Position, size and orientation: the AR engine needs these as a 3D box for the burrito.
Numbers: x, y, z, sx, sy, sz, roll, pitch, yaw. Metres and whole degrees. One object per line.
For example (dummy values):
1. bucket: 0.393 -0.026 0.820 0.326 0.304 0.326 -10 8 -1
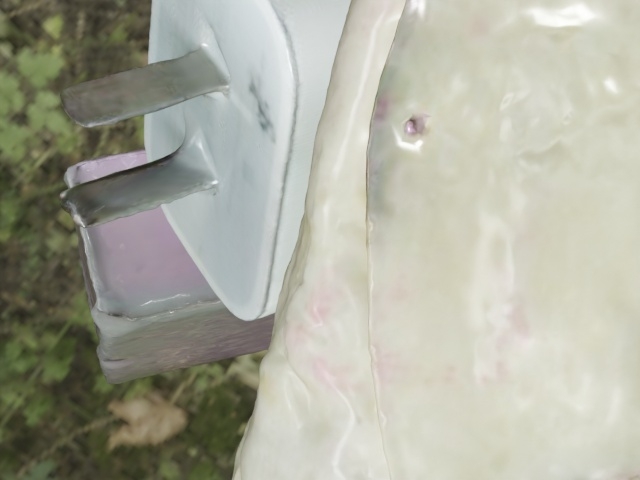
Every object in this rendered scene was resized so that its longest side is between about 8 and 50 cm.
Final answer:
1. burrito: 0.070 -0.031 0.487 0.143 0.105 0.299 14 92 20

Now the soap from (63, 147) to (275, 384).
1. soap: 0.000 0.000 1.020 0.296 0.285 0.107 -13 81 -10

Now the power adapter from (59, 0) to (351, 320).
1. power adapter: 0.004 -0.069 0.752 0.124 0.255 0.187 54 151 34
